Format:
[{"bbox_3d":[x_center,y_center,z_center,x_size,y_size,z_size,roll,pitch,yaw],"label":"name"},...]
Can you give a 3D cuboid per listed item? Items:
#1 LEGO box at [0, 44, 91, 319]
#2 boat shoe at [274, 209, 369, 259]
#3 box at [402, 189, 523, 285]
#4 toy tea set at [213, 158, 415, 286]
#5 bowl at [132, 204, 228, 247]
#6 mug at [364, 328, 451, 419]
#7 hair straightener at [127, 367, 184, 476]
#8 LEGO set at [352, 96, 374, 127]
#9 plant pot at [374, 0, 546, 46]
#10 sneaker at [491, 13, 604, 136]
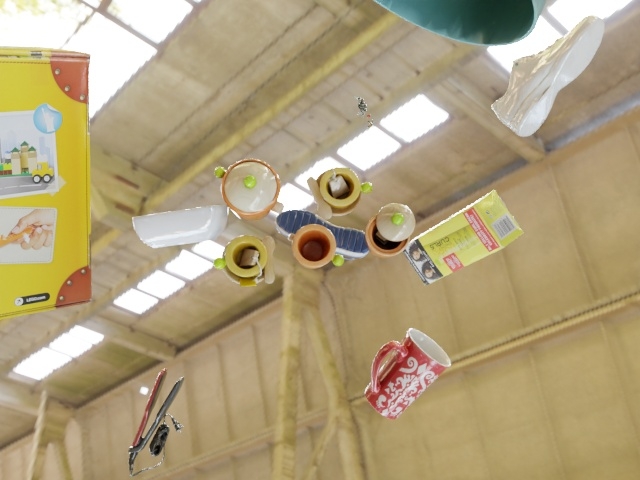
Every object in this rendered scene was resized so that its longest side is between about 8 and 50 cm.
[{"bbox_3d":[-0.571,-0.074,1.038,0.193,0.500,0.372,18,-70,45],"label":"LEGO box"},{"bbox_3d":[0.000,0.000,1.463,0.066,0.183,0.066,110,0,-62],"label":"boat shoe"},{"bbox_3d":[0.231,0.001,1.314,0.058,0.087,0.232,-33,179,-31],"label":"box"},{"bbox_3d":[-0.015,-0.042,1.283,0.124,0.336,0.200,104,-22,-76],"label":"toy tea set"},{"bbox_3d":[-0.215,-0.020,1.232,0.142,0.142,0.053,-87,170,-88],"label":"bowl"},{"bbox_3d":[0.164,0.276,1.657,0.169,0.150,0.113,-53,-170,16],"label":"mug"},{"bbox_3d":[-0.334,0.387,1.633,0.047,0.089,0.230,59,54,-85],"label":"hair straightener"},{"bbox_3d":[0.105,-0.303,1.831,0.023,0.083,0.054,-21,-136,33],"label":"LEGO set"},{"bbox_3d":[0.161,-0.400,0.876,0.293,0.293,0.235,22,-98,56],"label":"plant pot"},{"bbox_3d":[0.349,-0.274,1.236,0.212,0.080,0.094,-53,-125,16],"label":"sneaker"}]
